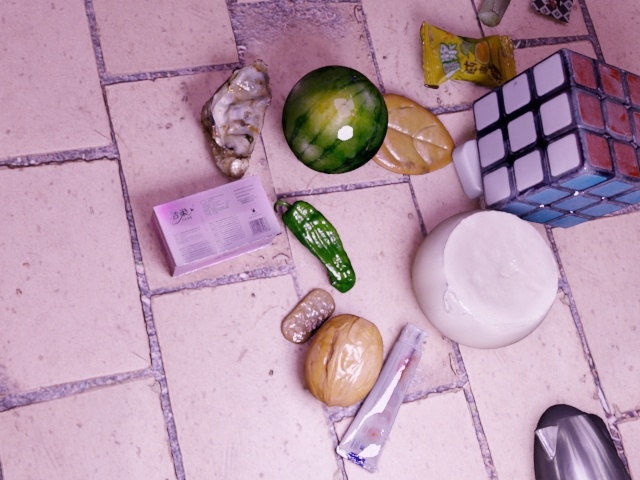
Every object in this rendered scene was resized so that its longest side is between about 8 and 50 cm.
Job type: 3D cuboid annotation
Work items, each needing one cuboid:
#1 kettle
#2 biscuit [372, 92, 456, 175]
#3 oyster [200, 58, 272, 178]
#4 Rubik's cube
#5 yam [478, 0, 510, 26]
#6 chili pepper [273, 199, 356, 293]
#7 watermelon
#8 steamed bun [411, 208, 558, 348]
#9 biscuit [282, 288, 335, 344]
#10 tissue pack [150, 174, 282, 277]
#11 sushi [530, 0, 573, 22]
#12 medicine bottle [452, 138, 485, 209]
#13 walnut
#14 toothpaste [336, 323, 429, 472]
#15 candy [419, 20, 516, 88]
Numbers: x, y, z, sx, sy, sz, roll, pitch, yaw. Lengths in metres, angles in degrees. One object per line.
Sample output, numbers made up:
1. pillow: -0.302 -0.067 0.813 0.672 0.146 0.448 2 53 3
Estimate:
1. kettle: 0.573 0.484 1.759 0.250 0.207 0.271 -10 68 -11
2. biscuit: 0.217 -0.254 1.976 0.260 0.041 0.203 19 68 -14
3. oyster: -0.185 -0.288 1.866 0.166 0.094 0.294 41 55 -20
4. Rubik's cube: 0.573 -0.223 1.894 0.305 0.301 0.304 10 68 -32
5. yam: 0.479 -0.653 2.169 0.068 0.068 0.169 31 67 -4
6. chili pepper: -0.004 0.003 1.817 0.100 0.074 0.257 -38 86 -23
7. watermelon: 0.032 -0.270 1.829 0.242 0.242 0.242 5 72 -14
8. steamed bun: 0.362 0.089 1.819 0.324 0.206 0.324 6 69 -15
9. biscuit: -0.025 0.167 1.789 0.071 0.018 0.147 43 68 4
10. tissue pack: -0.227 -0.034 1.756 0.246 0.092 0.149 -19 80 -20
11. sushi: 0.638 -0.665 2.238 0.120 0.026 0.126 20 73 -11
12. medicine bottle: 0.399 -0.155 1.977 0.119 0.069 0.183 -14 80 -34
13. walnut: 0.049 0.253 1.712 0.159 0.159 0.207 23 67 -7
14. toothpaste: 0.145 0.335 1.761 0.100 0.066 0.323 31 72 -9
15. candy: 0.382 -0.460 2.074 0.297 0.081 0.187 3 72 -26
